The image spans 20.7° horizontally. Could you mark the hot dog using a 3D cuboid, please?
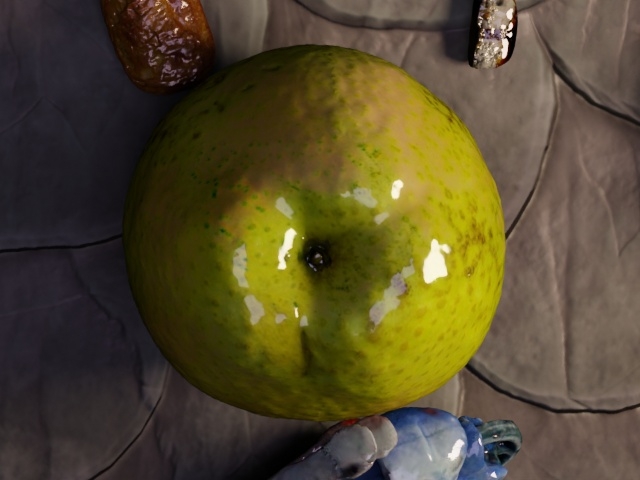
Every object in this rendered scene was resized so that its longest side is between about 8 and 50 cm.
[{"bbox_3d":[-0.161,-0.215,1.717,0.099,0.065,0.147,-23,94,-3],"label":"hot dog"}]

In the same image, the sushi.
[{"bbox_3d":[0.178,-0.214,1.779,0.046,0.044,0.083,4,104,-8],"label":"sushi"}]

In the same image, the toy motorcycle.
[{"bbox_3d":[0.046,0.276,1.761,0.319,0.241,0.182,-38,86,18],"label":"toy motorcycle"}]

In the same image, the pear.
[{"bbox_3d":[0.000,0.000,1.636,0.391,0.391,0.391,-2,103,-8],"label":"pear"}]
